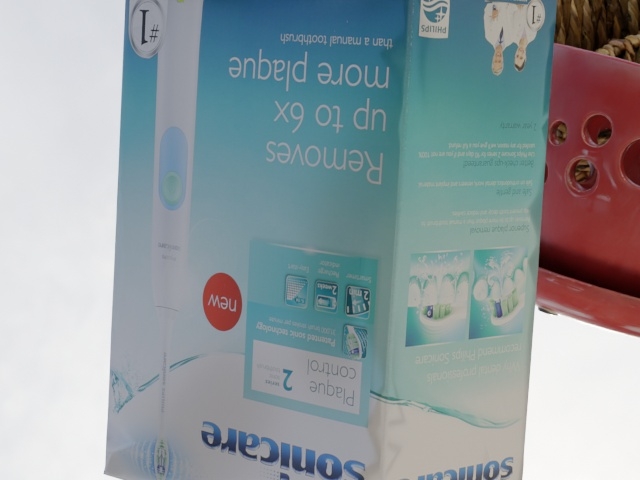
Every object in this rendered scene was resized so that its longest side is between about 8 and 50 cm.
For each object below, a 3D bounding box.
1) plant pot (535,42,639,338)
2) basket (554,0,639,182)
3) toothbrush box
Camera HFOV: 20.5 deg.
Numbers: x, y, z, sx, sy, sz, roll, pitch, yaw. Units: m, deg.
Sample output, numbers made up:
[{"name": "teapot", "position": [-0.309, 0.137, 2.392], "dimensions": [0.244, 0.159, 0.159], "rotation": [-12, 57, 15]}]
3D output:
[{"name": "plant pot", "position": [0.218, -0.028, 1.201], "dimensions": [0.191, 0.191, 0.174], "rotation": [8, -81, -42]}, {"name": "basket", "position": [0.246, -0.162, 1.439], "dimensions": [0.299, 0.213, 0.223], "rotation": [-22, -60, -39]}, {"name": "toothbrush box", "position": [0.000, 0.000, 0.965], "dimensions": [0.126, 0.216, 0.295], "rotation": [-4, -79, -46]}]
